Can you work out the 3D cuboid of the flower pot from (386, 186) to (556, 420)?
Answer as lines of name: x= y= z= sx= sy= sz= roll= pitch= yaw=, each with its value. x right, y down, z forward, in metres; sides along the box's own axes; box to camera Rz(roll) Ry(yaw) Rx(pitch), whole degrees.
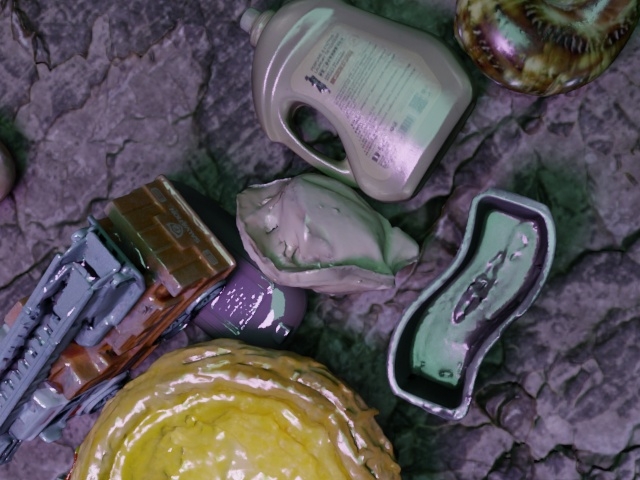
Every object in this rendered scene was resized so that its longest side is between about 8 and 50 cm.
flower pot: x=0.152 y=0.060 z=0.948 sx=0.103 sy=0.108 sz=0.229 roll=31 pitch=94 yaw=9

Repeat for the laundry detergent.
laundry detergent: x=0.023 y=-0.163 z=0.981 sx=0.253 sy=0.091 sz=0.181 roll=33 pitch=102 yaw=9

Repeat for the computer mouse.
computer mouse: x=-0.118 y=0.032 z=1.023 sx=0.232 sy=0.057 sz=0.120 roll=36 pitch=99 yaw=12

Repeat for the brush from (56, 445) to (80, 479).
brush: x=-0.287 y=0.270 z=1.073 sx=0.021 sy=0.018 sz=0.083 roll=18 pitch=95 yaw=20

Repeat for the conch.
conch: x=0.220 y=-0.228 z=0.933 sx=0.181 sy=0.124 sz=0.187 roll=16 pitch=68 yaw=20

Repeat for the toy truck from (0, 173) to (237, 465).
toy truck: x=-0.254 y=0.096 z=0.957 sx=0.133 sy=0.184 sz=0.338 roll=50 pitch=120 yaw=7

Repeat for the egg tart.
egg tart: x=-0.078 y=0.263 z=0.976 sx=0.345 sy=0.132 sz=0.346 roll=0 pitch=90 yaw=11

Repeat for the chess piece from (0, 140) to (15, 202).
chess piece: x=-0.463 y=-0.035 z=1.055 sx=0.260 sy=0.143 sz=0.143 roll=-36 pitch=84 yaw=5

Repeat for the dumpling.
dumpling: x=0.000 y=0.000 z=0.958 sx=0.199 sy=0.136 sz=0.118 roll=15 pitch=123 yaw=8
